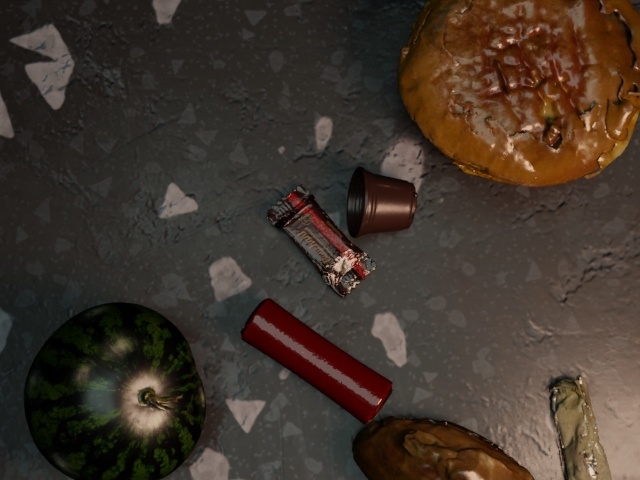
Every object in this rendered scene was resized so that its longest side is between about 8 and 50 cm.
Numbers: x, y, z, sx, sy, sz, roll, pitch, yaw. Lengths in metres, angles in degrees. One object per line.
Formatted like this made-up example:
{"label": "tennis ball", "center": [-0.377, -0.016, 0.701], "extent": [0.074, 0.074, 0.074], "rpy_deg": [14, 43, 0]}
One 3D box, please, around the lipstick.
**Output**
{"label": "lipstick", "center": [-0.006, 0.181, 1.573], "extent": [0.241, 0.080, 0.080], "rpy_deg": [34, 85, 7]}

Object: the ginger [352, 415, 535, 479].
{"label": "ginger", "center": [0.201, 0.348, 1.504], "extent": [0.321, 0.172, 0.165], "rpy_deg": [35, 45, 9]}

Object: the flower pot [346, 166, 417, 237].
{"label": "flower pot", "center": [0.096, -0.055, 1.598], "extent": [0.089, 0.111, 0.111], "rpy_deg": [4, 82, -13]}

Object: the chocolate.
{"label": "chocolate", "center": [0.000, 0.000, 1.624], "extent": [0.086, 0.028, 0.182], "rpy_deg": [-44, 84, -11]}

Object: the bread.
{"label": "bread", "center": [0.304, -0.246, 1.561], "extent": [0.358, 0.204, 0.337], "rpy_deg": [24, 86, 9]}

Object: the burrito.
{"label": "burrito", "center": [0.392, 0.315, 1.553], "extent": [0.063, 0.058, 0.230], "rpy_deg": [-11, 84, -4]}

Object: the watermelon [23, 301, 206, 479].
{"label": "watermelon", "center": [-0.294, 0.222, 1.497], "extent": [0.269, 0.269, 0.269], "rpy_deg": [0, 82, 2]}
